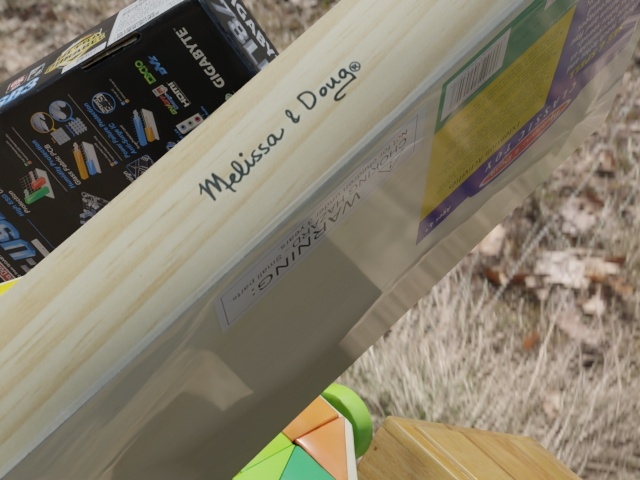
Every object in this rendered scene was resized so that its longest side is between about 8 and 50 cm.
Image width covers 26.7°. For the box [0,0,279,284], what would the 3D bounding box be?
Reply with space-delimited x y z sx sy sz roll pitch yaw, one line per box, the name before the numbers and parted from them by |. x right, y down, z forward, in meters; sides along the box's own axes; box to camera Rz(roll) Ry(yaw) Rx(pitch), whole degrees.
box | -0.124 -0.021 1.047 0.293 0.295 0.073 -26 29 22

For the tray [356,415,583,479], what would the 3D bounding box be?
tray | 0.221 0.272 0.941 0.411 0.203 0.076 40 106 40

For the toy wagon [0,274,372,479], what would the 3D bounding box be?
toy wagon | -0.077 0.139 0.827 0.344 0.068 0.267 40 36 23

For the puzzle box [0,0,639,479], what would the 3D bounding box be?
puzzle box | 0.000 0.000 0.591 0.409 0.272 0.052 -43 74 -15
